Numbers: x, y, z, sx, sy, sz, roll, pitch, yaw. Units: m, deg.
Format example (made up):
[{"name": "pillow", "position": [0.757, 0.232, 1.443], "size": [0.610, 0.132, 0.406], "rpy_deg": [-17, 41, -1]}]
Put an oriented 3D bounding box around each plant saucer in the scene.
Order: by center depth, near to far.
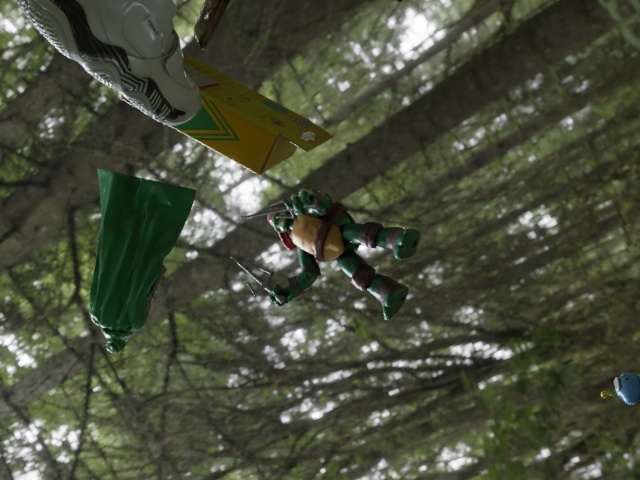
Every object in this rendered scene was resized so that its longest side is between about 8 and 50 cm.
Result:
[{"name": "plant saucer", "position": [-0.170, -0.399, 1.568], "size": [0.029, 0.168, 0.168], "rpy_deg": [27, -140, -7]}]

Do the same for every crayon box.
[{"name": "crayon box", "position": [-0.151, -0.209, 1.599], "size": [0.318, 0.081, 0.202], "rpy_deg": [29, -162, 6]}]

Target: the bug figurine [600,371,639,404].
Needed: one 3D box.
[{"name": "bug figurine", "position": [0.442, 0.225, 1.052], "size": [0.279, 0.216, 0.072], "rpy_deg": [-89, -21, -49]}]

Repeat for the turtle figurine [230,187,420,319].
[{"name": "turtle figurine", "position": [0.000, 0.000, 1.147], "size": [0.118, 0.234, 0.175], "rpy_deg": [-47, -32, -42]}]

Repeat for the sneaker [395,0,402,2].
[{"name": "sneaker", "position": [0.089, -0.597, 1.851], "size": [0.270, 0.145, 0.090], "rpy_deg": [41, -164, 11]}]

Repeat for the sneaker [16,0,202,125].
[{"name": "sneaker", "position": [-0.228, -0.304, 1.307], "size": [0.137, 0.210, 0.366], "rpy_deg": [52, -170, 29]}]

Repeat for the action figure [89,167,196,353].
[{"name": "action figure", "position": [-0.247, 0.034, 1.228], "size": [0.063, 0.137, 0.232], "rpy_deg": [12, -88, -76]}]
